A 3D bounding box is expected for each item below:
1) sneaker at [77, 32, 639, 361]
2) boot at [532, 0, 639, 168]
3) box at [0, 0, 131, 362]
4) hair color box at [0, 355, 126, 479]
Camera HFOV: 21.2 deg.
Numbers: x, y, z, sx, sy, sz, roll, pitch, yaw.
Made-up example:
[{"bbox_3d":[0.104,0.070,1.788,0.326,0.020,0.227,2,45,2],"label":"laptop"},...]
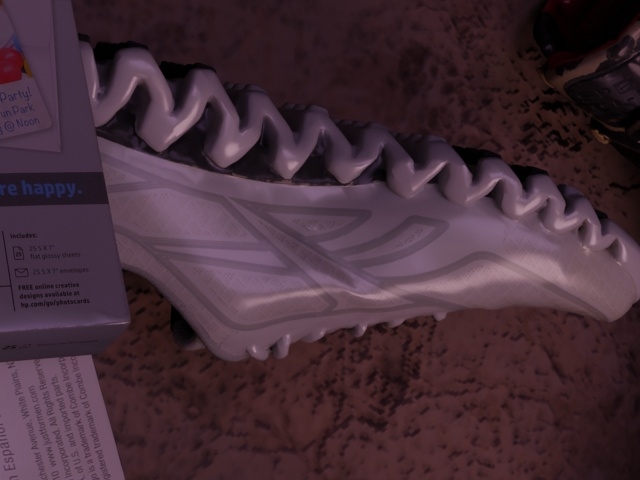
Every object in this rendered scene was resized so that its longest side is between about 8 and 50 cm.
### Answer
[{"bbox_3d":[0.000,0.000,0.739,0.292,0.110,0.118,15,89,-13],"label":"sneaker"},{"bbox_3d":[0.210,0.003,0.853,0.284,0.138,0.377,47,62,-22],"label":"boot"},{"bbox_3d":[-0.153,-0.048,0.593,0.145,0.038,0.186,-2,68,-28],"label":"box"},{"bbox_3d":[-0.242,0.120,0.589,0.347,0.105,0.174,-18,96,-31],"label":"hair color box"}]
